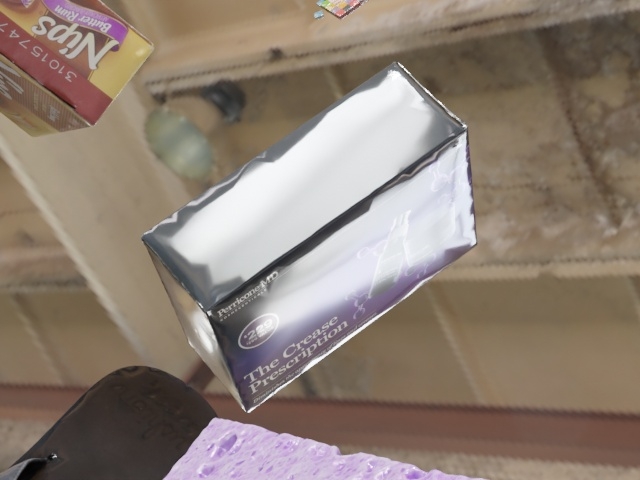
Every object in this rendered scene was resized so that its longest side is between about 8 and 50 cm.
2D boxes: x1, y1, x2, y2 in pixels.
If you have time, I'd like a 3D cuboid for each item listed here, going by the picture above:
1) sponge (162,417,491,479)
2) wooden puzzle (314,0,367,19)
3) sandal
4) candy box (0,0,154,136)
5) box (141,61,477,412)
[{"bbox_3d":[-0.006,0.121,0.463,0.210,0.117,0.031,1,-48,53],"label":"sponge"},{"bbox_3d":[0.028,-0.272,1.570,0.049,0.083,0.006,40,-17,44],"label":"wooden puzzle"},{"bbox_3d":[-0.116,0.130,0.593,0.097,0.254,0.054,34,-52,-2],"label":"sandal"},{"bbox_3d":[-0.157,-0.104,0.698,0.109,0.053,0.187,39,-9,-18],"label":"candy box"},{"bbox_3d":[0.000,0.000,1.179,0.103,0.261,0.184,46,-15,32],"label":"box"}]
